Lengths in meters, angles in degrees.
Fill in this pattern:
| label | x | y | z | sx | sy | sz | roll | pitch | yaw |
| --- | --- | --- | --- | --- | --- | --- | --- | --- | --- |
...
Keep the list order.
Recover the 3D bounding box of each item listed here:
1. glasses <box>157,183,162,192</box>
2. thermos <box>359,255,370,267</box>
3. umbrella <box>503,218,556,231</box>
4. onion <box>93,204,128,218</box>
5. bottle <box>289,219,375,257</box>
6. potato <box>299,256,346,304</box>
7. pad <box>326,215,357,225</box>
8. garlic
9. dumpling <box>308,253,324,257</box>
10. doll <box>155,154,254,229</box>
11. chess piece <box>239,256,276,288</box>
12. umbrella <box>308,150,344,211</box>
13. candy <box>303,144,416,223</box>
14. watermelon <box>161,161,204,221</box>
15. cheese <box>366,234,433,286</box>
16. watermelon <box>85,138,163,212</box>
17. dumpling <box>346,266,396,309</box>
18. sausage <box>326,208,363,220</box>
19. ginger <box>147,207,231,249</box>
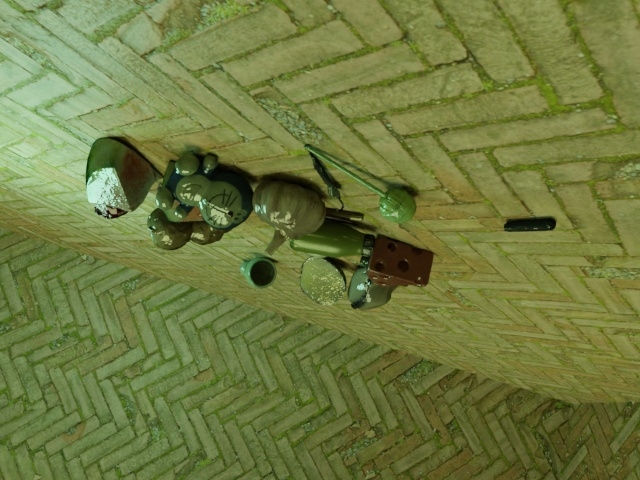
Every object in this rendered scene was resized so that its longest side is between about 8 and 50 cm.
| label | x | y | z | sx | sy | sz | roll | pitch | yaw |
| --- | --- | --- | --- | --- | --- | --- | --- | --- | --- |
| glasses | -0.501 | -0.156 | 2.044 | 0.103 | 0.062 | 0.140 | -9 | 158 | 9 |
| thermos | 0.229 | 0.100 | 2.048 | 0.187 | 0.083 | 0.073 | 20 | 166 | -6 |
| umbrella | 0.517 | -0.036 | 1.440 | 0.036 | 0.031 | 0.133 | 33 | 158 | -37 |
| onion | -0.734 | -0.181 | 2.056 | 0.173 | 0.135 | 0.198 | 26 | 130 | 32 |
| bottle | 0.039 | -0.003 | 1.817 | 0.260 | 0.112 | 0.112 | 9 | 162 | 5 |
| potato | 0.020 | 0.144 | 2.313 | 0.202 | 0.117 | 0.182 | 41 | 118 | 3 |
| pad | 0.015 | -0.068 | 1.810 | 0.187 | 0.006 | 0.113 | 11 | 176 | 19 |
| garlic | -0.103 | -0.055 | 1.671 | 0.218 | 0.212 | 0.218 | 18 | 169 | 4 |
| dumpling | 0.000 | 0.000 | 1.939 | 0.188 | 0.108 | 0.127 | 0 | -171 | 8 |
| doll | -0.321 | -0.134 | 1.697 | 0.258 | 0.228 | 0.154 | 32 | -155 | -9 |
| chess piece | -0.309 | 0.134 | 2.633 | 0.139 | 0.139 | 0.271 | 26 | 172 | -27 |
| umbrella | 0.021 | -0.162 | 1.535 | 0.044 | 0.044 | 0.269 | 37 | 166 | 35 |
| candy | 0.100 | -0.148 | 1.453 | 0.335 | 0.093 | 0.092 | 31 | 116 | -16 |
| watermelon | -0.369 | -0.137 | 1.845 | 0.256 | 0.140 | 0.193 | 10 | 159 | -9 |
| cheese | 0.241 | 0.081 | 1.923 | 0.203 | 0.128 | 0.177 | 15 | 165 | -8 |
| watermelon | -0.635 | -0.217 | 1.837 | 0.310 | 0.193 | 0.232 | -20 | 122 | 43 |
| dumpling | 0.213 | 0.196 | 2.241 | 0.204 | 0.163 | 0.293 | 26 | 150 | -14 |
| sausage | 0.066 | -0.077 | 1.752 | 0.132 | 0.024 | 0.024 | 9 | 161 | 21 |
| ginger | -0.443 | -0.056 | 2.025 | 0.304 | 0.155 | 0.244 | -11 | 178 | -16 |
